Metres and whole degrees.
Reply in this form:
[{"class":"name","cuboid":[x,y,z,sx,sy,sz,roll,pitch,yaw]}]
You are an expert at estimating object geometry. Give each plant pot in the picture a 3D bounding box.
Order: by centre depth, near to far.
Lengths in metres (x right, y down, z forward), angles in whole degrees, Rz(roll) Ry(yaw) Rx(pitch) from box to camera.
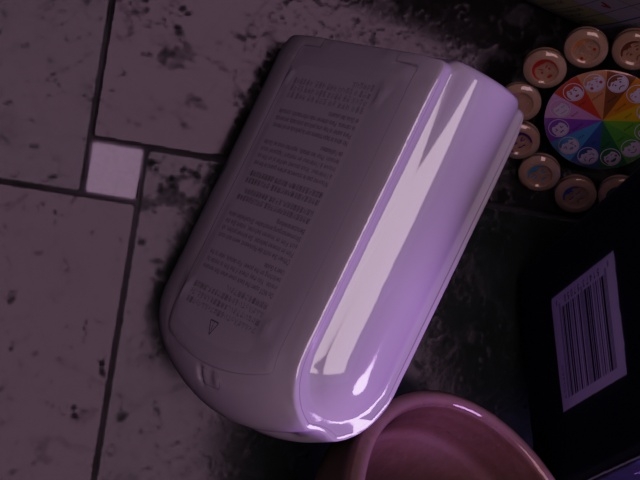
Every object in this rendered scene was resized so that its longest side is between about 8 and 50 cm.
[{"class":"plant pot","cuboid":[0.051,0.283,1.247,0.263,0.229,0.263,27,44,-29]}]

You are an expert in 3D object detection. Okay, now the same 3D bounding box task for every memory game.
[{"class":"memory game","cuboid":[0.240,-0.099,1.346,0.186,0.012,0.186,4,126,6]}]

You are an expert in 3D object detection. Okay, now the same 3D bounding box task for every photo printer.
[{"class":"photo printer","cuboid":[0.000,0.000,1.232,0.107,0.256,0.307,28,85,-32]}]

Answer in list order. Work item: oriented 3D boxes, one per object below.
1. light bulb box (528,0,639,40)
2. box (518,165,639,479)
[{"class":"light bulb box","cuboid":[0.318,-0.277,1.236,0.361,0.358,0.225,23,85,-14]},{"class":"box","cuboid":[0.397,0.084,1.276,0.396,0.293,0.212,0,71,-12]}]
